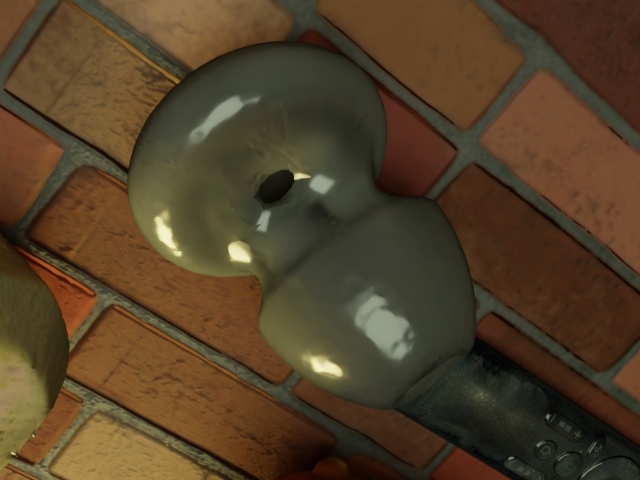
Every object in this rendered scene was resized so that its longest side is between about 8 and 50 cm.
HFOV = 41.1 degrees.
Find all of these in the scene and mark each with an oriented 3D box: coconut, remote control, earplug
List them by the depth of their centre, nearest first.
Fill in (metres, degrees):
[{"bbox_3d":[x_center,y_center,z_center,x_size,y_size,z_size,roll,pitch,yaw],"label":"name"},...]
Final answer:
[{"bbox_3d":[-0.315,0.074,0.644,0.241,0.241,0.241,-4,114,-8],"label":"coconut"},{"bbox_3d":[-0.002,-0.005,0.674,0.214,0.175,0.325,-38,114,6],"label":"earplug"},{"bbox_3d":[0.234,0.211,0.882,0.378,0.044,0.107,34,108,-21],"label":"remote control"}]

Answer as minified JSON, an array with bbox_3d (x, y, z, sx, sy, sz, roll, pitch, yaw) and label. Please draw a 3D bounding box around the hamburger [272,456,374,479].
[{"bbox_3d":[0.053,0.398,0.751,0.396,0.395,0.277,27,107,-19],"label":"hamburger"}]
